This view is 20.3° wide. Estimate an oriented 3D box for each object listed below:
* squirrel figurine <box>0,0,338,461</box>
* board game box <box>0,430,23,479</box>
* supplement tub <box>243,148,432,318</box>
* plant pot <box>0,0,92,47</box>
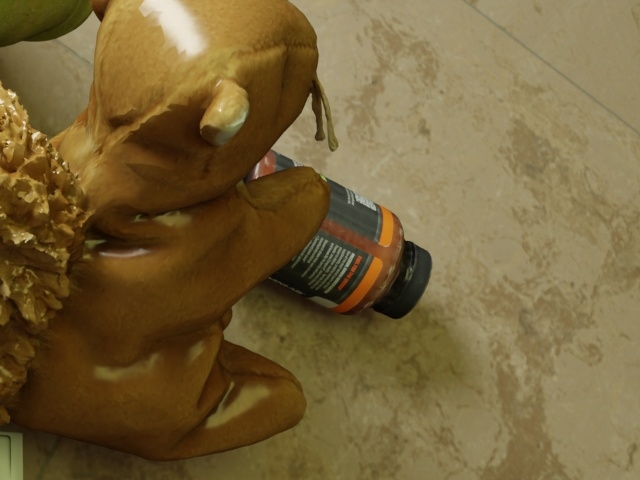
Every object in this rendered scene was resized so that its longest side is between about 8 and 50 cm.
[{"bbox_3d":[-0.168,-0.024,1.291,0.397,0.370,0.281,-14,60,-32],"label":"squirrel figurine"},{"bbox_3d":[-0.315,0.287,1.313,0.193,0.053,0.305,7,69,-29],"label":"board game box"},{"bbox_3d":[0.000,0.000,1.583,0.197,0.106,0.106,27,60,-20],"label":"supplement tub"},{"bbox_3d":[-0.346,-0.217,1.346,0.276,0.276,0.254,52,54,-4],"label":"plant pot"}]
